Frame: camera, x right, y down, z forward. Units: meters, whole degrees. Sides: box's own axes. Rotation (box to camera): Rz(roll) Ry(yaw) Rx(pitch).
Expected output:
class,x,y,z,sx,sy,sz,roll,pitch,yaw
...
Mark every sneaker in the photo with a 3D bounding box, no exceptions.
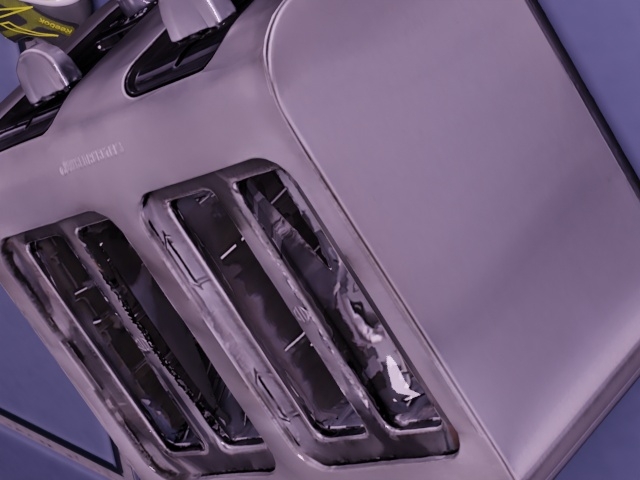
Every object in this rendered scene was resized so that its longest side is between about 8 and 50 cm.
class,x,y,z,sx,sy,sz,roll,pitch,yaw
sneaker,-0.114,-0.086,0.588,0.083,0.031,0.035,19,137,30

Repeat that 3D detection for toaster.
class,x,y,z,sx,sy,sz,roll,pitch,yaw
toaster,0.000,0.000,0.496,0.168,0.110,0.186,-12,116,49
